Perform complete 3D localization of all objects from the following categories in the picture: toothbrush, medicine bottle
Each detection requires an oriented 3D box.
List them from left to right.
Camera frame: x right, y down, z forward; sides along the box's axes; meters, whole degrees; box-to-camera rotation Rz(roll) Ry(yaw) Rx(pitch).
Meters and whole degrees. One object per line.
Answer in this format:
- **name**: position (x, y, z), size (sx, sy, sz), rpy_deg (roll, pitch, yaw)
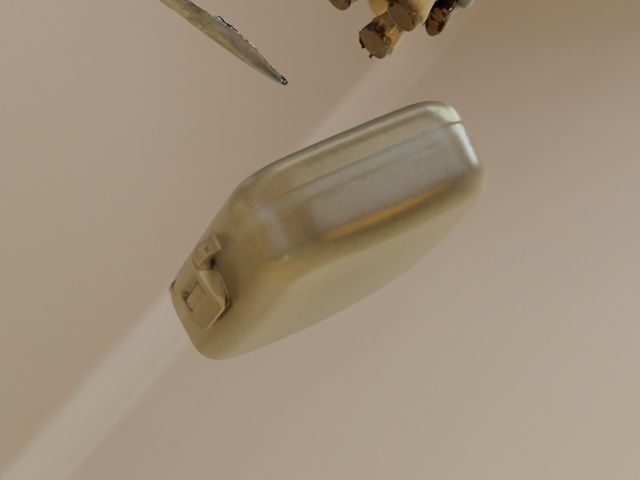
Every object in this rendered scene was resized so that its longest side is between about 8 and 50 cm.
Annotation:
- **toothbrush**: position (-0.199, -0.290, 1.794), size (0.042, 0.413, 0.035), rpy_deg (-55, -166, -2)
- **medicine bottle**: position (0.000, 0.000, 1.619), size (0.282, 0.123, 0.375), rpy_deg (-22, 171, -21)

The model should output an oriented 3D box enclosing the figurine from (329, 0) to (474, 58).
- **figurine**: position (0.186, -0.360, 1.824), size (0.412, 0.241, 0.306), rpy_deg (-44, 166, 8)
